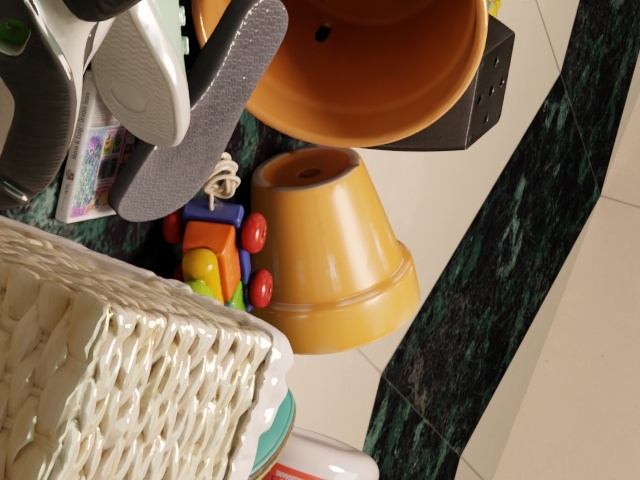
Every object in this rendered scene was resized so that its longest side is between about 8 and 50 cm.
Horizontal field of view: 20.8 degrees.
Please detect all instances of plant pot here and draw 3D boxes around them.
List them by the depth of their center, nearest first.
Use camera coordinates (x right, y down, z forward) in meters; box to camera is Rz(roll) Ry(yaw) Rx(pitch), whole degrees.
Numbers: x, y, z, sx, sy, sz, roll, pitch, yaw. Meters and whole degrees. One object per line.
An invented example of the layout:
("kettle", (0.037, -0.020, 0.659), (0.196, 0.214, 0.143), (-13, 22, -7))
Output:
("plant pot", (0.034, -0.268, 1.752), (0.203, 0.291, 0.290), (-71, 168, -56))
("plant pot", (0.000, 0.000, 1.999), (0.205, 0.205, 0.188), (-46, 133, -50))
("plant pot", (0.140, -0.209, 2.195), (0.187, 0.167, 0.188), (-39, 143, -55))

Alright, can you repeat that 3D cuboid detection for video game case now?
("video game case", (-0.192, -0.093, 1.649), (0.157, 0.019, 0.143), (-17, 123, -67))

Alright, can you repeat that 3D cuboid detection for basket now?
("basket", (-0.253, 0.148, 1.240), (0.331, 0.328, 0.266), (-68, 156, -2))

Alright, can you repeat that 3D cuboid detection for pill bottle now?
("pill bottle", (-0.055, 0.400, 2.184), (0.181, 0.182, 0.323), (19, 89, -70))

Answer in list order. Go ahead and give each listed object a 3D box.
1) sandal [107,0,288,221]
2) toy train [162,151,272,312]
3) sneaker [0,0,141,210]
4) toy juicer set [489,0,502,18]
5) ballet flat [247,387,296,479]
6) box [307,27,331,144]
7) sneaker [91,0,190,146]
("sandal", (-0.120, -0.127, 1.658), (0.254, 0.054, 0.097), (-56, 147, -5))
("toy train", (-0.119, 0.022, 1.763), (0.248, 0.105, 0.143), (85, 14, -47))
("sneaker", (-0.183, -0.253, 1.218), (0.447, 0.169, 0.257), (-53, -155, 38))
("toy juicer set", (0.229, -0.357, 2.410), (0.209, 0.089, 0.329), (-7, 113, -68))
("ballet flat", (-0.146, 0.284, 1.979), (0.348, 0.123, 0.123), (-51, 152, -45))
("box", (0.085, -0.254, 1.987), (0.057, 0.201, 0.293), (39, 65, -24))
("sneaker", (-0.140, -0.214, 1.541), (0.151, 0.094, 0.256), (-54, 144, -39))
